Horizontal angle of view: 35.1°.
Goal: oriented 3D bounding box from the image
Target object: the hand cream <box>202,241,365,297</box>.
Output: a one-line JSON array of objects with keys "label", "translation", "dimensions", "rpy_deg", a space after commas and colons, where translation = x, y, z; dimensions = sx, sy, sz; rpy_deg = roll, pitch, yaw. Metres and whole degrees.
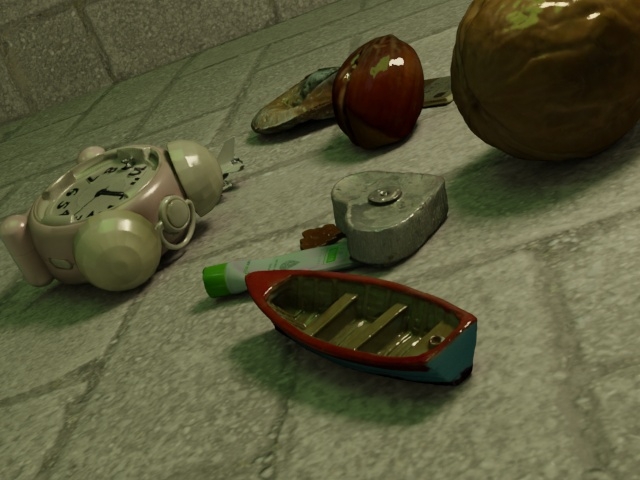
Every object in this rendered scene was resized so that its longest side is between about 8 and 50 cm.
[{"label": "hand cream", "translation": [-0.039, 0.038, 1.498], "dimensions": [0.275, 0.050, 0.079], "rpy_deg": [-12, 50, 14]}]

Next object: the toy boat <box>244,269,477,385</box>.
[{"label": "toy boat", "translation": [0.031, 0.099, 1.220], "dimensions": [0.136, 0.079, 0.392], "rpy_deg": [-37, 26, -27]}]

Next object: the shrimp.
[{"label": "shrimp", "translation": [0.004, -0.311, 2.188], "dimensions": [0.445, 0.110, 0.221], "rpy_deg": [-8, 27, 51]}]

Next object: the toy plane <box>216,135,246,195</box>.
[{"label": "toy plane", "translation": [-0.241, -0.107, 2.007], "dimensions": [0.234, 0.082, 0.160], "rpy_deg": [-40, 33, -3]}]

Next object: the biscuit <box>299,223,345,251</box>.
[{"label": "biscuit", "translation": [0.000, 0.000, 1.573], "dimensions": [0.082, 0.016, 0.092], "rpy_deg": [-6, 27, 26]}]

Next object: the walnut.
[{"label": "walnut", "translation": [0.352, -0.268, 1.503], "dimensions": [0.332, 0.333, 0.333], "rpy_deg": [-20, 21, 8]}]

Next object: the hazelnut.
[{"label": "hazelnut", "translation": [0.105, -0.282, 1.914], "dimensions": [0.181, 0.181, 0.212], "rpy_deg": [-31, 23, -25]}]

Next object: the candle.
[{"label": "candle", "translation": [0.105, -0.042, 1.472], "dimensions": [0.168, 0.068, 0.192], "rpy_deg": [-16, 32, -7]}]

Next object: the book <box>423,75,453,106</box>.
[{"label": "book", "translation": [0.217, -0.305, 2.085], "dimensions": [0.198, 0.016, 0.138], "rpy_deg": [-1, 29, 44]}]

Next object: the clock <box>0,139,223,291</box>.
[{"label": "clock", "translation": [-0.365, -0.046, 1.815], "dimensions": [0.325, 0.184, 0.342], "rpy_deg": [-3, 41, 38]}]
